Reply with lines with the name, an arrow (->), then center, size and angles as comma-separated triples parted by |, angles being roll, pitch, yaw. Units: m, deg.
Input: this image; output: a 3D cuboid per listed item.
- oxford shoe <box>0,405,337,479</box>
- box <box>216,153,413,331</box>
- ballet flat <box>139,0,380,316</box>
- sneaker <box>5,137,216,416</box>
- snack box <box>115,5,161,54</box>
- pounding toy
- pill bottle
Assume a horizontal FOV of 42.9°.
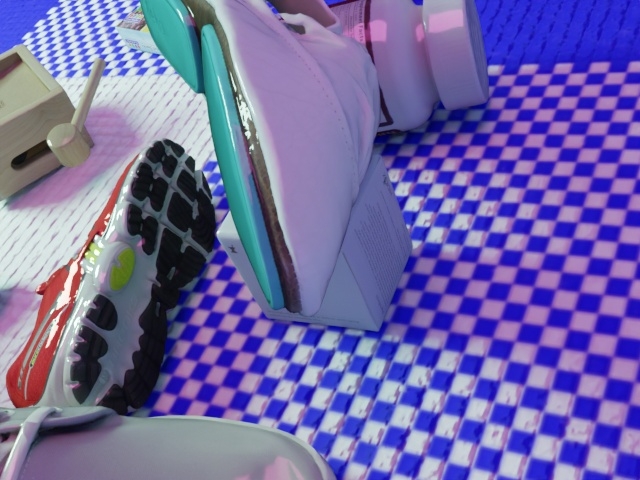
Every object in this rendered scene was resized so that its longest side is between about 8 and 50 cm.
oxford shoe -> -0.212, 0.165, 0.493 | 0.449, 0.130, 0.169 | -1, 46, 10
box -> 0.000, 0.000, 0.596 | 0.101, 0.102, 0.087 | 4, 49, 29
ballet flat -> -0.033, -0.119, 0.562 | 0.139, 0.139, 0.400 | -28, 46, 0
sneaker -> -0.176, 0.022, 0.670 | 0.118, 0.107, 0.279 | -12, 41, 30
snack box -> -0.174, -0.273, 1.007 | 0.141, 0.037, 0.100 | 21, 59, 40
pounding toy -> -0.300, -0.121, 0.888 | 0.181, 0.094, 0.206 | -35, 51, -15
pill bottle -> 0.029, -0.148, 0.715 | 0.221, 0.121, 0.121 | -9, 45, 19
